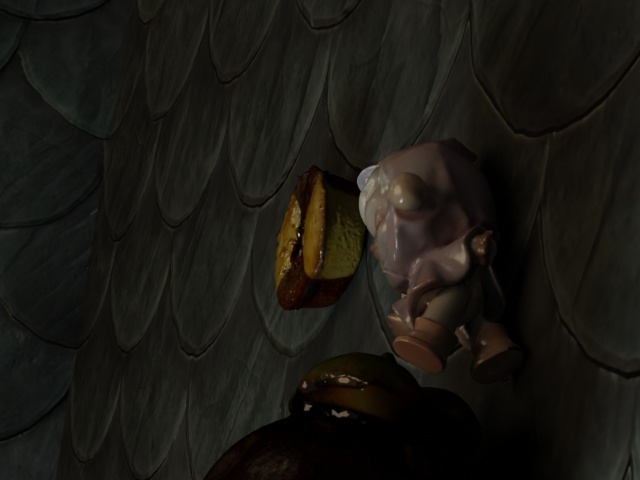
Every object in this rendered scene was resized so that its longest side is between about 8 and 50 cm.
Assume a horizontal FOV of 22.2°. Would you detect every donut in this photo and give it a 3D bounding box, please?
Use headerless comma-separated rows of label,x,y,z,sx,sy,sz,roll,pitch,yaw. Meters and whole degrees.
donut,0.000,0.000,1.990,0.166,0.073,0.184,-111,36,-55

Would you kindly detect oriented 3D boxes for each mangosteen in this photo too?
mangosteen,0.031,0.256,1.466,0.307,0.307,0.347,-30,39,65

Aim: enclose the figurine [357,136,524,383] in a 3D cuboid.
figurine,0.116,0.014,1.582,0.200,0.133,0.276,78,180,-51
